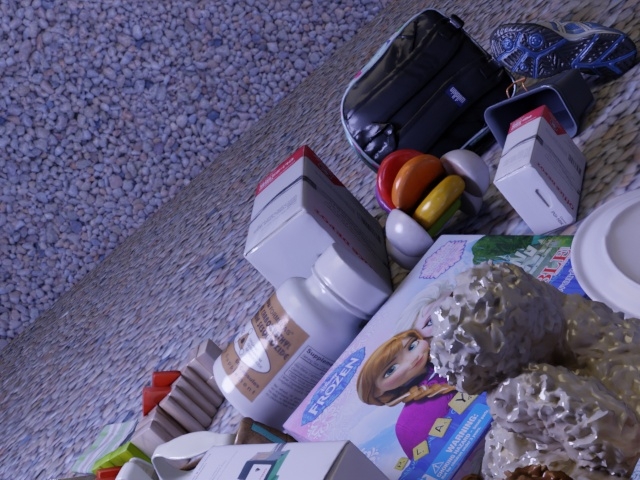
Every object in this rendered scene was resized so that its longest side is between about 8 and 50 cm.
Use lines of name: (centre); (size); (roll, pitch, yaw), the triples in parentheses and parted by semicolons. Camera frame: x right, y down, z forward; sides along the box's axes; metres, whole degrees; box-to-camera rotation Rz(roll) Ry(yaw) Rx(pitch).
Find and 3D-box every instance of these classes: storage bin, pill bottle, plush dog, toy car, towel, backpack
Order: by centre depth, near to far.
plush dog: (0.177, 0.166, 0.527); (0.210, 0.262, 0.225); (2, 49, 28)
pill bottle: (-0.020, 0.120, 1.063); (0.229, 0.131, 0.131); (-49, 17, 11)
toy car: (0.134, -0.058, 1.128); (0.159, 0.136, 0.182); (-47, -14, -8)
storage bin: (0.318, -0.197, 1.195); (0.091, 0.098, 0.135); (-43, 15, -34)
backpack: (0.160, -0.216, 1.350); (0.253, 0.225, 0.191); (-46, -4, -3)
towel: (-0.380, 0.365, 1.473); (0.152, 0.023, 0.113); (-20, 24, 49)

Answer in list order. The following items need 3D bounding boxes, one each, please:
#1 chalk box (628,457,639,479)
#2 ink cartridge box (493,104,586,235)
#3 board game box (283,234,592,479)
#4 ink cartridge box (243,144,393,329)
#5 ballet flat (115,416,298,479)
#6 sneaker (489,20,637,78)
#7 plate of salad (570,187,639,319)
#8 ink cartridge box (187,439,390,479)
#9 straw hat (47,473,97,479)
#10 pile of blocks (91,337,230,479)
chalk box: (0.277, 0.174, 0.320); (0.180, 0.179, 0.289); (-51, 21, -25)
ink cartridge box: (0.272, -0.086, 1.020); (0.056, 0.099, 0.135); (-27, 23, 39)
board game box: (0.140, 0.126, 0.875); (0.319, 0.066, 0.318); (-48, 19, -18)
ink cartridge box: (0.000, 0.000, 1.233); (0.114, 0.197, 0.273); (-39, 18, 15)
ballet flat: (-0.176, 0.309, 1.031); (0.342, 0.124, 0.116); (-33, 21, 28)
sneaker: (0.357, -0.285, 1.230); (0.211, 0.080, 0.081); (12, 30, 17)
plate of salad: (0.320, 0.017, 0.715); (0.199, 0.048, 0.200); (-11, 38, 9)
ink cartridge box: (-0.012, 0.263, 0.741); (0.219, 0.160, 0.093); (-19, 30, 49)
straw hat: (-0.412, 0.420, 1.359); (0.144, 0.144, 0.061); (-24, 69, 45)
pile of blocks: (-0.256, 0.283, 1.269); (0.149, 0.113, 0.362); (-21, 28, 48)
